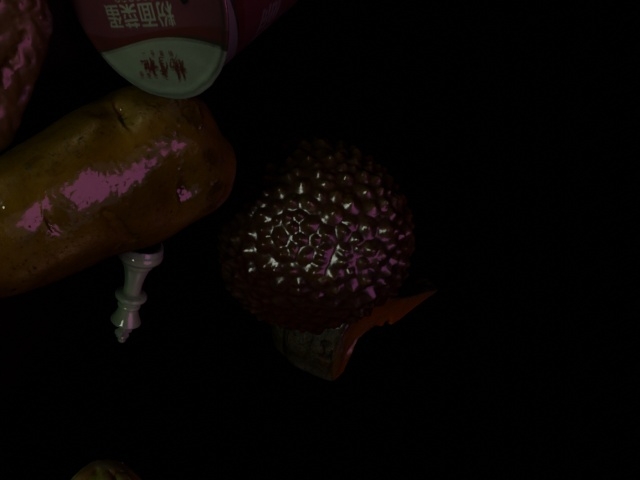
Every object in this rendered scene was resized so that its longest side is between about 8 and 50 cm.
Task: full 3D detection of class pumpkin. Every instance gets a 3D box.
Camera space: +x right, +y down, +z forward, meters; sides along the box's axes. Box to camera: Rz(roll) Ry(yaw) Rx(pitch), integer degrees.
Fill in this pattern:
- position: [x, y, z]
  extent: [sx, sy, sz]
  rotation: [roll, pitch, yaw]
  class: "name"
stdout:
- position: [0.047, 0.084, 1.905]
  extent: [0.248, 0.131, 0.126]
  rotation: [-43, 140, -25]
  class: "pumpkin"

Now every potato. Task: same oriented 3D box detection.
- position: [-0.268, -0.051, 1.436]
  extent: [0.369, 0.195, 0.176]
  rotation: [-27, 95, -24]
  class: "potato"

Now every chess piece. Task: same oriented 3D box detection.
- position: [-0.238, 0.067, 1.623]
  extent: [0.059, 0.059, 0.149]
  rotation: [-12, 127, -45]
  class: "chess piece"

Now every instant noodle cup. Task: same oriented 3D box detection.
- position: [-0.133, -0.292, 1.378]
  extent: [0.178, 0.234, 0.235]
  rotation: [-38, 139, -40]
  class: "instant noodle cup"

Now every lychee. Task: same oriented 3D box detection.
- position: [0.000, 0.000, 1.692]
  extent: [0.267, 0.267, 0.268]
  rotation: [-28, 133, -36]
  class: "lychee"

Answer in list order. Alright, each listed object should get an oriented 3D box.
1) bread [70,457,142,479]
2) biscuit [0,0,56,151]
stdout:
- position: [-0.284, 0.349, 1.727]
  extent: [0.157, 0.094, 0.083]
  rotation: [19, 102, -45]
  class: "bread"
- position: [-0.416, -0.191, 1.250]
  extent: [0.359, 0.046, 0.359]
  rotation: [-29, 134, -35]
  class: "biscuit"
